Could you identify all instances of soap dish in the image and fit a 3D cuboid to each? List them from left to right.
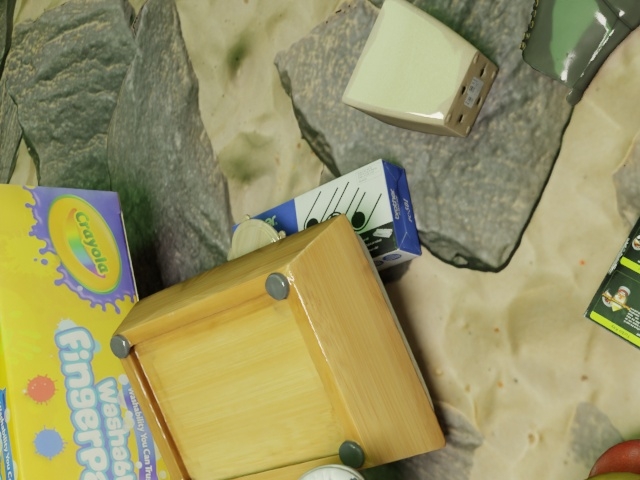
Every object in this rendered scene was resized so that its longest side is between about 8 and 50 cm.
[{"bbox_3d":[-0.055,0.130,0.811,0.290,0.118,0.229,-23,91,35],"label":"soap dish"}]

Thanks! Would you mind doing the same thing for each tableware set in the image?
[{"bbox_3d":[-0.027,0.055,0.858,0.168,0.020,0.141,16,111,27],"label":"tableware set"}]

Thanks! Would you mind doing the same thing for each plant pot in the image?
[{"bbox_3d":[0.102,-0.152,0.801,0.096,0.109,0.109,29,99,27],"label":"plant pot"}]

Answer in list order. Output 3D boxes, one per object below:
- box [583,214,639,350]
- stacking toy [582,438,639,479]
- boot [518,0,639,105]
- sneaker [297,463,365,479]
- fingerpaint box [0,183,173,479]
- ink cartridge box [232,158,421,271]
[{"bbox_3d":[0.321,0.026,0.621,0.190,0.045,0.184,33,104,38],"label":"box"},{"bbox_3d":[0.207,0.309,0.648,0.309,0.130,0.280,-35,87,32],"label":"stacking toy"},{"bbox_3d":[0.197,-0.228,0.759,0.198,0.076,0.137,50,117,35],"label":"boot"},{"bbox_3d":[0.021,0.245,0.735,0.094,0.153,0.235,11,123,18],"label":"sneaker"},{"bbox_3d":[-0.334,0.218,0.974,0.371,0.163,0.445,-41,57,45],"label":"fingerpaint box"},{"bbox_3d":[0.000,0.000,0.884,0.207,0.046,0.097,-23,66,34],"label":"ink cartridge box"}]
